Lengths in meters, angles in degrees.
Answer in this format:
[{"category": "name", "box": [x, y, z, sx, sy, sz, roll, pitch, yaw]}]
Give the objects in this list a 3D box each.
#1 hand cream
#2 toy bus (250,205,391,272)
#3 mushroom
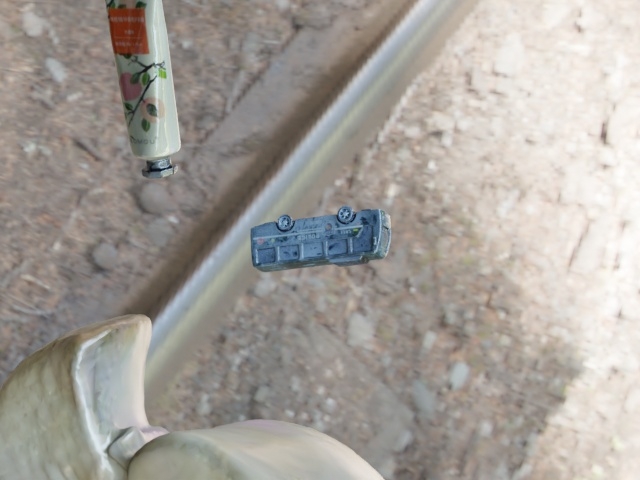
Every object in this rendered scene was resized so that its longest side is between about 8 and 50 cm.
[{"category": "hand cream", "box": [-0.179, -0.178, 1.379, 0.050, 0.080, 0.234, -30, 119, -49]}, {"category": "toy bus", "box": [0.000, 0.000, 1.596, 0.047, 0.166, 0.065, 31, 55, -66]}, {"category": "mushroom", "box": [-0.012, 0.129, 0.552, 0.162, 0.173, 0.236, -16, 82, -51]}]
